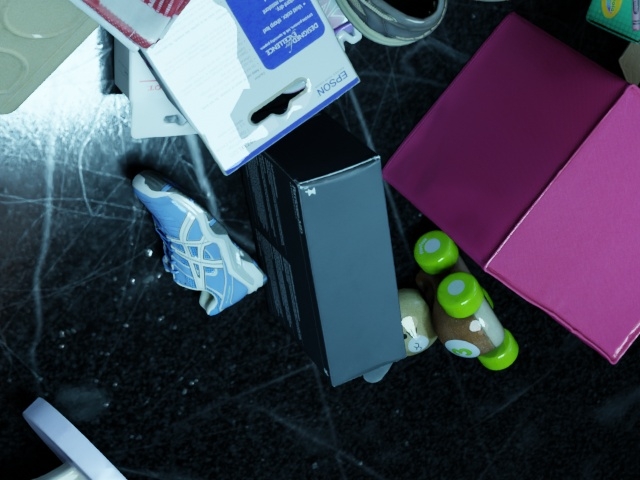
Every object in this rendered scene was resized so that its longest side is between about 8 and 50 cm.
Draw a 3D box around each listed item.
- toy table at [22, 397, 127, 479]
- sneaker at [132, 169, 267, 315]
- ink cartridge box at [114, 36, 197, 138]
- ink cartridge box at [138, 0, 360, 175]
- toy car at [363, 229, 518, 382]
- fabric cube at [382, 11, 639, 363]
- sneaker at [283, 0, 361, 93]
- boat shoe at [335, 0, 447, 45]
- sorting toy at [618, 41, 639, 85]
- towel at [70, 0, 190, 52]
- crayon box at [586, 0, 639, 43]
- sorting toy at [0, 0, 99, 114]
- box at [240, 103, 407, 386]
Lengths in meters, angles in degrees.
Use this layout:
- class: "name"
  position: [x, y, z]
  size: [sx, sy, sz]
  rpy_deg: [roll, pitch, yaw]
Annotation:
- class: "toy table"
  position: [-0.283, 0.326, 1.549]
  size: [0.161, 0.252, 0.274]
  rpy_deg: [-44, 105, -17]
- class: "sneaker"
  position: [-0.143, 0.006, 1.530]
  size: [0.081, 0.080, 0.211]
  rpy_deg: [-43, 124, -4]
- class: "ink cartridge box"
  position: [-0.151, -0.210, 1.421]
  size: [0.115, 0.067, 0.198]
  rpy_deg: [-6, 116, -23]
- class: "ink cartridge box"
  position: [-0.120, -0.258, 1.332]
  size: [0.176, 0.069, 0.371]
  rpy_deg: [-36, 119, -7]
- class: "toy car"
  position: [0.119, 0.108, 1.685]
  size: [0.188, 0.149, 0.155]
  rpy_deg: [-32, 136, 6]
- class: "fabric cube"
  position: [0.279, -0.063, 1.589]
  size: [0.259, 0.258, 0.254]
  rpy_deg: [35, 96, -35]
- class: "sneaker"
  position: [0.015, -0.264, 1.462]
  size: [0.236, 0.095, 0.104]
  rpy_deg: [-39, 118, -2]
- class: "boat shoe"
  position: [0.014, -0.347, 1.342]
  size: [0.132, 0.130, 0.355]
  rpy_deg: [-44, 105, -7]
- class: "sorting toy"
  position: [0.377, -0.210, 1.689]
  size: [0.083, 0.012, 0.062]
  rpy_deg: [-53, 135, -29]
- class: "towel"
  position: [-0.150, -0.359, 1.193]
  size: [0.237, 0.037, 0.329]
  rpy_deg: [38, 73, -23]
- class: "crayon box"
  position: [0.421, -0.364, 1.572]
  size: [0.165, 0.081, 0.278]
  rpy_deg: [-7, 122, -49]
- class: "sorting toy"
  position: [-0.345, -0.174, 1.265]
  size: [0.229, 0.041, 0.307]
  rpy_deg: [7, 146, -46]
- class: "box"
  position: [0.000, 0.000, 1.533]
  size: [0.103, 0.184, 0.261]
  rpy_deg: [-19, 123, -15]
